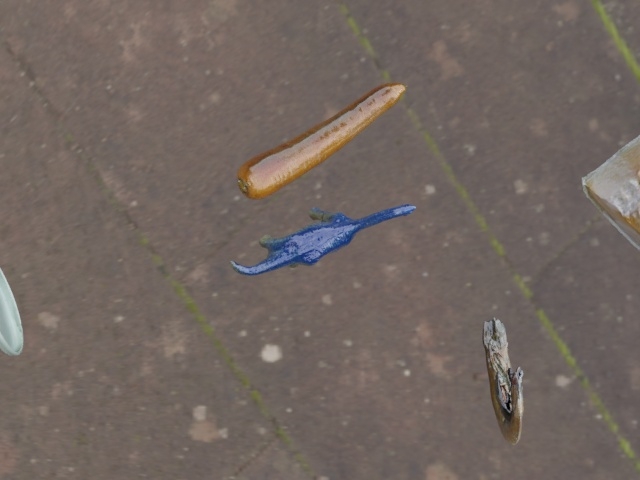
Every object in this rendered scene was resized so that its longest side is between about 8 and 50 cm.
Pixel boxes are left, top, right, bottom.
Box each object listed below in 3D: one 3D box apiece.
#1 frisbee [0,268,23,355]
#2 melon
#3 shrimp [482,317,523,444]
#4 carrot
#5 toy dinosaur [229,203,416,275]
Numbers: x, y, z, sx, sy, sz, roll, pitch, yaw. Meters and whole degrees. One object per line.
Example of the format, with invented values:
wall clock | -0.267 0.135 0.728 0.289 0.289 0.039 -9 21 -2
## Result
frisbee | -0.314 0.061 1.161 0.014 0.110 0.110 -20 93 -2
melon | 0.405 -0.072 1.559 0.093 0.139 0.202 11 88 -59
shrimp | 0.296 0.220 1.952 0.046 0.152 0.219 -6 67 0
carrot | 0.004 -0.093 1.082 0.190 0.037 0.037 -34 99 -22
toy dinosaur | 0.000 0.000 1.782 0.247 0.188 0.075 -24 100 -32
